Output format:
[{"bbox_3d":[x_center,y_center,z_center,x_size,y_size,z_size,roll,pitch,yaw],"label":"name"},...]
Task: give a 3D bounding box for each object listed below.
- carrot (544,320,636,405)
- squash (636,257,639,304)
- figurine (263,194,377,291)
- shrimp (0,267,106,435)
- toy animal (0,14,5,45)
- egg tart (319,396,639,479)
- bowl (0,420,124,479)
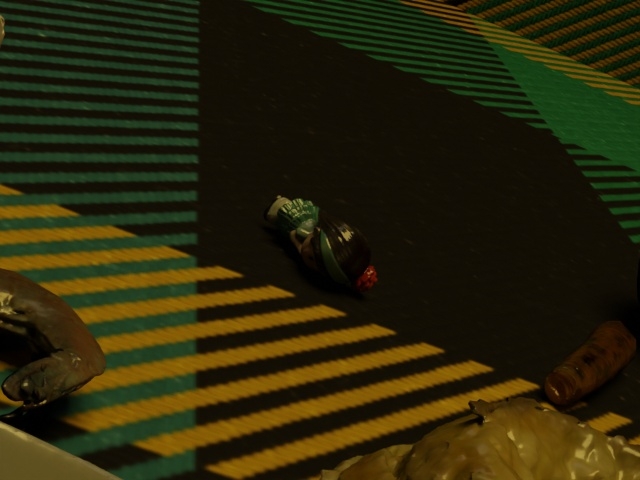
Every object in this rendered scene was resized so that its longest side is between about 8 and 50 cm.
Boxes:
[{"bbox_3d":[0.218,0.098,1.050,0.042,0.042,0.170,34,23,20],"label":"carrot"},{"bbox_3d":[0.417,0.054,1.210,0.252,0.165,0.252,21,23,-9],"label":"squash"},{"bbox_3d":[0.000,0.000,1.023,0.106,0.047,0.060,37,-15,45],"label":"figurine"},{"bbox_3d":[-0.204,0.051,0.647,0.152,0.046,0.219,37,22,34],"label":"shrimp"},{"bbox_3d":[-0.273,-0.087,0.687,0.178,0.193,0.127,40,22,28],"label":"toy animal"},{"bbox_3d":[0.128,0.175,0.649,0.290,0.115,0.290,23,22,-10],"label":"egg tart"},{"bbox_3d":[-0.136,0.117,0.344,0.287,0.144,0.287,25,-7,4],"label":"bowl"}]
